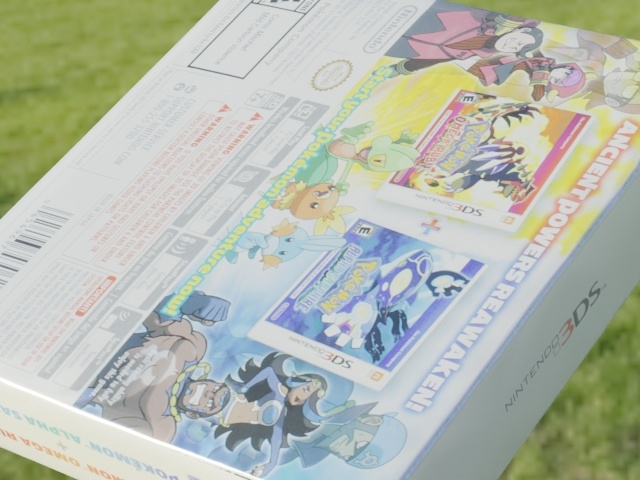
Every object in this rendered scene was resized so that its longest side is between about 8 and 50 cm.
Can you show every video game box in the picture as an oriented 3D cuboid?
[{"bbox_3d":[0.000,0.000,0.606,0.187,0.048,0.205,16,51,36],"label":"video game box"}]
